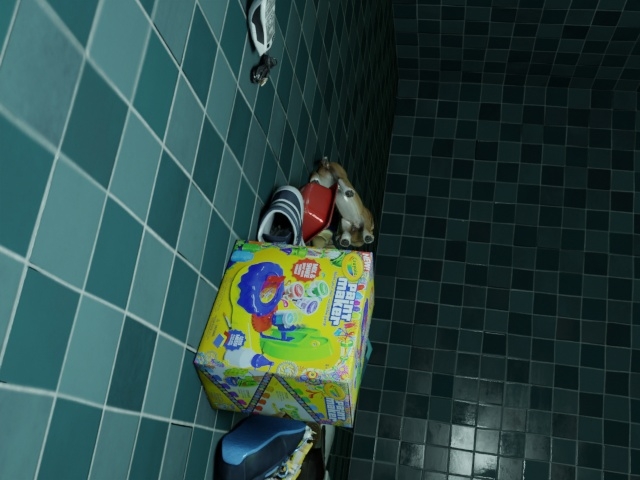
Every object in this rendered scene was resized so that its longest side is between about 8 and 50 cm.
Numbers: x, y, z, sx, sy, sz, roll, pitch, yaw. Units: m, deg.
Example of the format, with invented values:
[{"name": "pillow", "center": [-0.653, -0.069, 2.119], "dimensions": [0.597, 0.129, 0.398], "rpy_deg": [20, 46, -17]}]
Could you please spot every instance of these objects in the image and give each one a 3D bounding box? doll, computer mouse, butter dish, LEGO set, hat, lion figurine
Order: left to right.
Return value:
[{"name": "computer mouse", "center": [-0.116, -0.404, 1.405], "dimensions": [0.193, 0.042, 0.106], "rpy_deg": [93, 14, -45]}, {"name": "LEGO set", "center": [-0.116, 0.573, 1.760], "dimensions": [0.287, 0.107, 0.132], "rpy_deg": [-63, 169, -9]}, {"name": "hat", "center": [-0.055, 0.682, 2.043], "dimensions": [0.331, 0.134, 0.331], "rpy_deg": [6, 90, -89]}, {"name": "butter dish", "center": [-0.045, -0.079, 1.767], "dimensions": [0.160, 0.118, 0.160], "rpy_deg": [-39, -151, 42]}, {"name": "doll", "center": [0.043, -0.057, 2.402], "dimensions": [0.129, 0.046, 0.189], "rpy_deg": [66, 30, -51]}, {"name": "lion figurine", "center": [0.070, -0.127, 2.201], "dimensions": [0.240, 0.142, 0.392], "rpy_deg": [-92, 165, -59]}]

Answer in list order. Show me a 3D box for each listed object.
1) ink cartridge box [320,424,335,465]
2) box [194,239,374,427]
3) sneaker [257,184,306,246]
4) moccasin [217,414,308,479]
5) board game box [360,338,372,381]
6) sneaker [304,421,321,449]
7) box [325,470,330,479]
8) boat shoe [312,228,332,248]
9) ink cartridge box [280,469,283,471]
[{"name": "ink cartridge box", "center": [0.014, 0.673, 2.607], "dimensions": [0.189, 0.066, 0.232], "rpy_deg": [-63, 160, -63]}, {"name": "box", "center": [-0.053, 0.173, 1.378], "dimensions": [0.177, 0.279, 0.290], "rpy_deg": [83, 15, -49]}, {"name": "sneaker", "center": [-0.079, 0.029, 1.648], "dimensions": [0.153, 0.099, 0.282], "rpy_deg": [-72, 157, -67]}, {"name": "moccasin", "center": [-0.138, 0.459, 1.558], "dimensions": [0.342, 0.137, 0.117], "rpy_deg": [6, 94, -65]}, {"name": "board game box", "center": [0.055, 0.281, 2.255], "dimensions": [0.254, 0.079, 0.336], "rpy_deg": [-59, 134, -59]}, {"name": "sneaker", "center": [-0.027, 0.644, 2.366], "dimensions": [0.086, 0.064, 0.192], "rpy_deg": [-81, 172, -62]}, {"name": "box", "center": [-0.027, 0.800, 2.316], "dimensions": [0.087, 0.102, 0.101], "rpy_deg": [79, 19, -50]}, {"name": "boat shoe", "center": [0.000, 0.000, 2.172], "dimensions": [0.190, 0.068, 0.072], "rpy_deg": [41, 67, -77]}, {"name": "ink cartridge box", "center": [-0.095, 0.518, 1.975], "dimensions": [0.145, 0.045, 0.179], "rpy_deg": [-54, 151, -71]}]
